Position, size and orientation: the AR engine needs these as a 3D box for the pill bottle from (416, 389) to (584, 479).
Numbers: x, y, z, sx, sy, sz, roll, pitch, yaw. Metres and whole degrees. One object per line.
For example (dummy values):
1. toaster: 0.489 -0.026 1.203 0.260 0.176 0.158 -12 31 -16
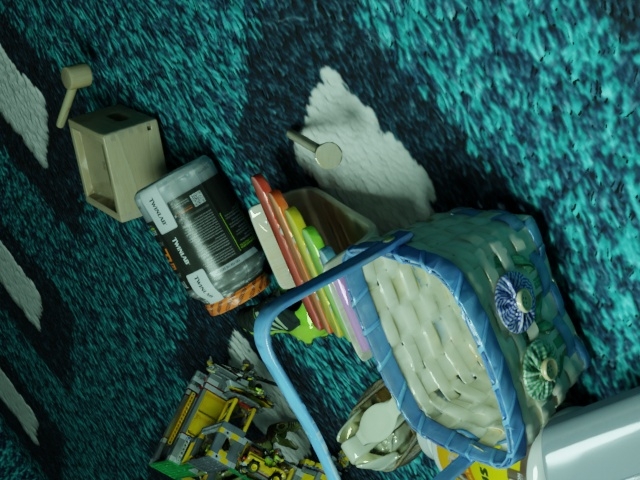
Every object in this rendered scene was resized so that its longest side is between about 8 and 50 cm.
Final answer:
1. pill bottle: 0.196 0.212 1.407 0.215 0.117 0.117 9 126 57

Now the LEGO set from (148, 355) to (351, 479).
1. LEGO set: -0.089 0.278 1.966 0.255 0.192 0.331 28 157 -8

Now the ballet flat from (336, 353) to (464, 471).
1. ballet flat: 0.078 0.218 1.628 0.107 0.106 0.316 50 153 15

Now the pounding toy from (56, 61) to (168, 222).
1. pounding toy: -0.293 -0.154 1.885 0.181 0.094 0.206 26 130 54

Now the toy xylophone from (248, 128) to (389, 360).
1. toy xylophone: 0.000 0.000 1.493 0.236 0.081 0.323 66 169 -11

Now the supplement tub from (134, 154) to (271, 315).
1. supplement tub: -0.149 -0.005 1.762 0.190 0.117 0.117 61 153 -6

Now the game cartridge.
1. game cartridge: 0.328 0.271 1.208 0.198 0.062 0.297 -27 97 22

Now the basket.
1. basket: 0.096 0.105 1.268 0.201 0.289 0.254 15 134 60

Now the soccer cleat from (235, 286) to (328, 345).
1. soccer cleat: -0.053 0.091 1.778 0.179 0.060 0.072 4 113 51
